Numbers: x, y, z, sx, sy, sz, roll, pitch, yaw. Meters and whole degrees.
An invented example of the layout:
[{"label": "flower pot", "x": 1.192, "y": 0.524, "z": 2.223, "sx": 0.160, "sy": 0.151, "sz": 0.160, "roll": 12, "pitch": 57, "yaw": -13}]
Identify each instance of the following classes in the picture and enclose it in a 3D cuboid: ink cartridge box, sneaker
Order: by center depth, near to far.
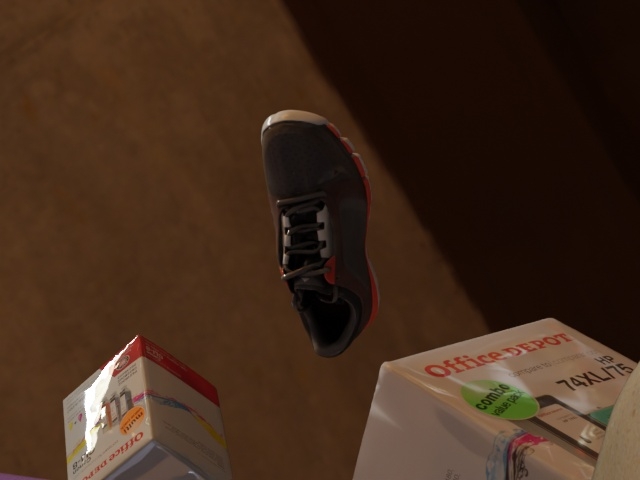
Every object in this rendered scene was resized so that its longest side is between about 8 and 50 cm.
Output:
[{"label": "sneaker", "x": 0.000, "y": 0.000, "z": 0.947, "sx": 0.065, "sy": 0.061, "sz": 0.158, "roll": -65, "pitch": -38, "yaw": -57}, {"label": "ink cartridge box", "x": 0.175, "y": 0.205, "z": 1.046, "sx": 0.270, "sy": 0.197, "sz": 0.198, "roll": 29, "pitch": -154, "yaw": 37}, {"label": "ink cartridge box", "x": -0.186, "y": 0.221, "z": 1.716, "sx": 0.127, "sy": 0.128, "sz": 0.176, "roll": 40, "pitch": -161, "yaw": -32}]

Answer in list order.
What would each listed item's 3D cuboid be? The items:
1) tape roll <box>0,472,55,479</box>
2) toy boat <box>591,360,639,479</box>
[{"label": "tape roll", "x": -0.173, "y": 0.250, "z": 0.775, "sx": 0.090, "sy": 0.275, "sz": 0.275, "roll": 12, "pitch": -128, "yaw": -21}, {"label": "toy boat", "x": 0.177, "y": 0.130, "z": 0.561, "sx": 0.151, "sy": 0.231, "sz": 0.151, "roll": 2, "pitch": -146, "yaw": -12}]
